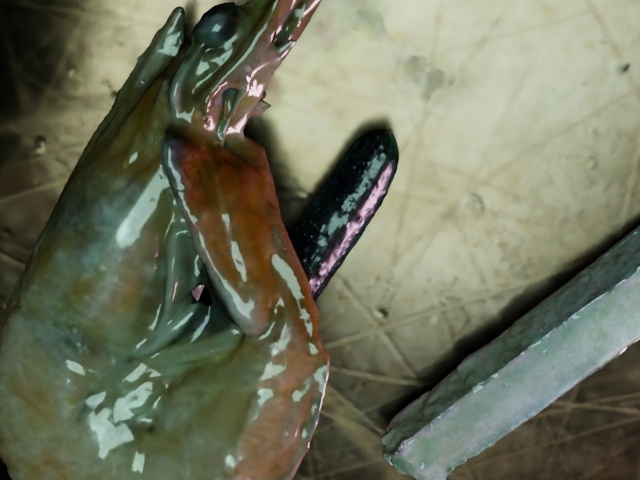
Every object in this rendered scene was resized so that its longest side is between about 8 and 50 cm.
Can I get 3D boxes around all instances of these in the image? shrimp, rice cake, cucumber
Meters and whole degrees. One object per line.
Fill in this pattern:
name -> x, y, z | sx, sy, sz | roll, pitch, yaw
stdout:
shrimp -> -0.056, 0.019, 0.526 | 0.168, 0.077, 0.317 | 30, 107, 7
rice cake -> 0.119, 0.054, 0.565 | 0.211, 0.034, 0.043 | -39, 112, 12
cucumber -> 0.000, 0.000, 0.552 | 0.032, 0.032, 0.133 | 31, 105, -8
